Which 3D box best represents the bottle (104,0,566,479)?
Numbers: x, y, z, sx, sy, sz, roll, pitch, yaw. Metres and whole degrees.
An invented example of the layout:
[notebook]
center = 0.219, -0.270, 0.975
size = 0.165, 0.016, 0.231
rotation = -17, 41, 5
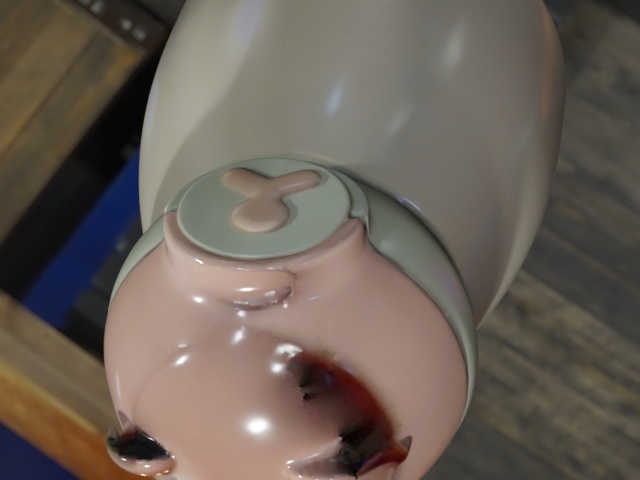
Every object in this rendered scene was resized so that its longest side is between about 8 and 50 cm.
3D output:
[bottle]
center = 0.000, 0.000, 0.649
size = 0.148, 0.236, 0.147
rotation = 6, 128, 8
